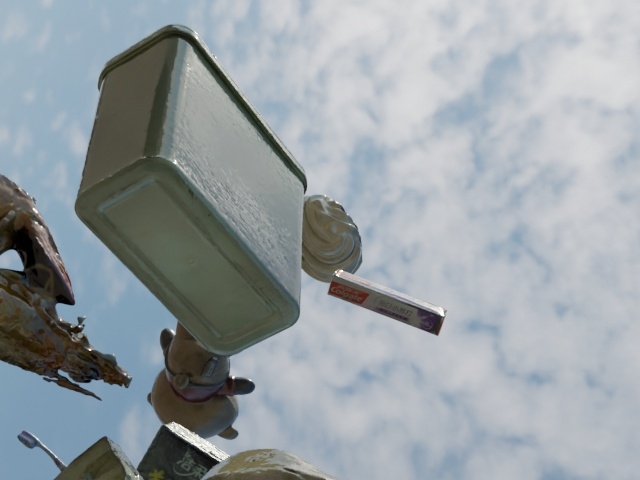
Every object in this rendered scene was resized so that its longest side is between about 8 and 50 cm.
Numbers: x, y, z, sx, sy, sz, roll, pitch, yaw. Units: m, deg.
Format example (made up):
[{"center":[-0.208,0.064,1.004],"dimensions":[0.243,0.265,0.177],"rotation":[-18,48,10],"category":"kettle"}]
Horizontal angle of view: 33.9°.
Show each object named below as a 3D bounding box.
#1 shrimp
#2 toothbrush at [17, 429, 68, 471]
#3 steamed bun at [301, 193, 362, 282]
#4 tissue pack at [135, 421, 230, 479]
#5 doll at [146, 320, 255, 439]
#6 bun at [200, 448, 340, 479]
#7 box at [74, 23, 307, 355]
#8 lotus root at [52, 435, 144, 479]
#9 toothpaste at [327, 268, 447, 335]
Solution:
[{"center":[-0.278,0.031,0.940],"dimensions":[0.063,0.287,0.152],"rotation":[-21,-140,58],"category":"shrimp"},{"center":[-0.331,0.317,1.405],"dimensions":[0.193,0.019,0.013],"rotation":[37,-63,11],"category":"toothbrush"},{"center":[0.000,0.000,2.035],"dimensions":[0.183,0.106,0.183],"rotation":[48,-24,30],"category":"steamed bun"},{"center":[-0.258,0.473,1.832],"dimensions":[0.185,0.081,0.257],"rotation":[31,-91,7],"category":"tissue pack"},{"center":[-0.258,0.301,2.226],"dimensions":[0.330,0.235,0.174],"rotation":[102,12,-45],"category":"doll"},{"center":[-0.035,0.244,0.798],"dimensions":[0.167,0.113,0.173],"rotation":[51,-49,3],"category":"bun"},{"center":[-0.170,-0.074,1.488],"dimensions":[0.177,0.352,0.344],"rotation":[-27,-146,18],"category":"box"},{"center":[-0.195,0.308,1.024],"dimensions":[0.119,0.138,0.235],"rotation":[-39,-151,-5],"category":"lotus root"},{"center":[0.109,0.104,1.721],"dimensions":[0.196,0.040,0.047],"rotation":[21,-70,12],"category":"toothpaste"}]
